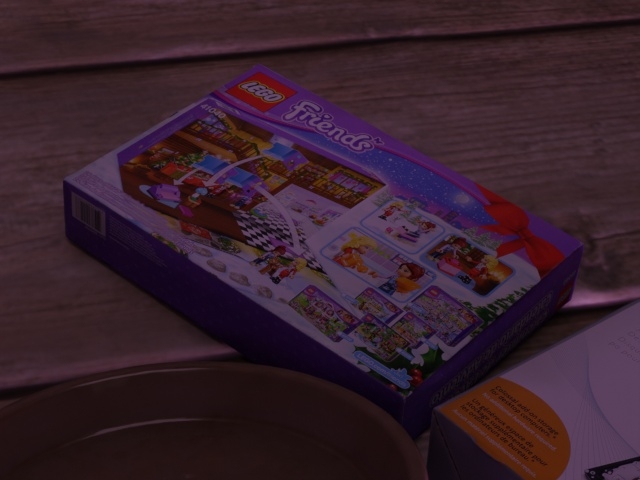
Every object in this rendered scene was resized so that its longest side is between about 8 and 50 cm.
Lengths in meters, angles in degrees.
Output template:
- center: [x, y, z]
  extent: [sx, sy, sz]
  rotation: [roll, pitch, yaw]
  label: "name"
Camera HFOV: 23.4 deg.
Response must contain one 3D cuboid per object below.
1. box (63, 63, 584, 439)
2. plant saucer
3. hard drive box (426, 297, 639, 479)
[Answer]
- center: [0.000, 0.000, 1.040]
  extent: [0.293, 0.057, 0.201]
  rotation: [32, 47, 27]
  label: "box"
- center: [-0.081, 0.146, 0.820]
  extent: [0.277, 0.041, 0.278]
  rotation: [-3, 25, 1]
  label: "plant saucer"
- center: [0.204, 0.129, 0.881]
  extent: [0.232, 0.089, 0.181]
  rotation: [-24, 43, -32]
  label: "hard drive box"
